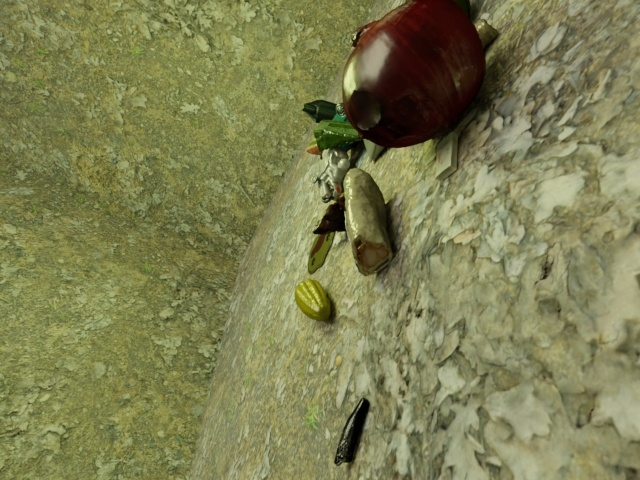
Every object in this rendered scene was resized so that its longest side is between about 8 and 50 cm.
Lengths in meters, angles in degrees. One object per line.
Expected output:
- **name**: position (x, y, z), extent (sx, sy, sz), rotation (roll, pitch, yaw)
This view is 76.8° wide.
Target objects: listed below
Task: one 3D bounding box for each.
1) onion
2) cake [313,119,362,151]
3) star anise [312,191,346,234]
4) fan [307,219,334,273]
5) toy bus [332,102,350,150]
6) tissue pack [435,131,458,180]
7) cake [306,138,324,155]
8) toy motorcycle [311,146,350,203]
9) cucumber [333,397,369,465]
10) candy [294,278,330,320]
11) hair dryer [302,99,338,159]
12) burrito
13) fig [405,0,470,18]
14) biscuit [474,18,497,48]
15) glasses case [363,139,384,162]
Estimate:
- **onion**: position (0.199, -0.370, 0.955), extent (0.341, 0.340, 0.341), rotation (-56, 18, 29)
- **cake**: position (0.090, -0.427, 1.563), extent (0.235, 0.099, 0.100), rotation (-5, 39, 34)
- **star anise**: position (0.082, -0.095, 1.342), extent (0.272, 0.102, 0.272), rotation (-47, -3, -3)
- **fan**: position (0.001, 0.000, 1.607), extent (0.230, 0.011, 0.335), rotation (-58, 19, 26)
- **toy bus**: position (0.123, -0.487, 1.670), extent (0.128, 0.147, 0.256), rotation (-40, -5, -44)
- **tissue pack**: position (0.289, -0.193, 0.925), extent (0.056, 0.023, 0.108), rotation (-42, 28, 54)
- **cake**: position (0.037, -0.438, 1.912), extent (0.220, 0.116, 0.086), rotation (2, 62, 62)
- **toy motorcycle**: position (0.055, -0.285, 1.634), extent (0.170, 0.110, 0.261), rotation (-24, 57, 49)
- **cucumber**: position (0.061, 0.380, 0.807), extent (0.033, 0.034, 0.135), rotation (141, 150, -68)
- **candy**: position (-0.019, 0.191, 1.236), extent (0.199, 0.094, 0.106), rotation (-142, 50, -72)
- **hair dryer**: position (0.009, -0.536, 2.001), extent (0.116, 0.243, 0.303), rotation (-79, 5, -57)
- **burrito**: position (0.123, -0.058, 1.084), extent (0.105, 0.143, 0.300), rotation (-22, 40, 20)
- **fig**: position (0.320, -0.674, 1.183), extent (0.202, 0.225, 0.203), rotation (-34, 21, 15)
- **biscuit**: position (0.357, -0.457, 1.040), extent (0.055, 0.061, 0.219), rotation (-23, -19, -42)
- **glasses case**: position (0.202, -0.376, 1.310), extent (0.308, 0.083, 0.129), rotation (127, 151, -66)
